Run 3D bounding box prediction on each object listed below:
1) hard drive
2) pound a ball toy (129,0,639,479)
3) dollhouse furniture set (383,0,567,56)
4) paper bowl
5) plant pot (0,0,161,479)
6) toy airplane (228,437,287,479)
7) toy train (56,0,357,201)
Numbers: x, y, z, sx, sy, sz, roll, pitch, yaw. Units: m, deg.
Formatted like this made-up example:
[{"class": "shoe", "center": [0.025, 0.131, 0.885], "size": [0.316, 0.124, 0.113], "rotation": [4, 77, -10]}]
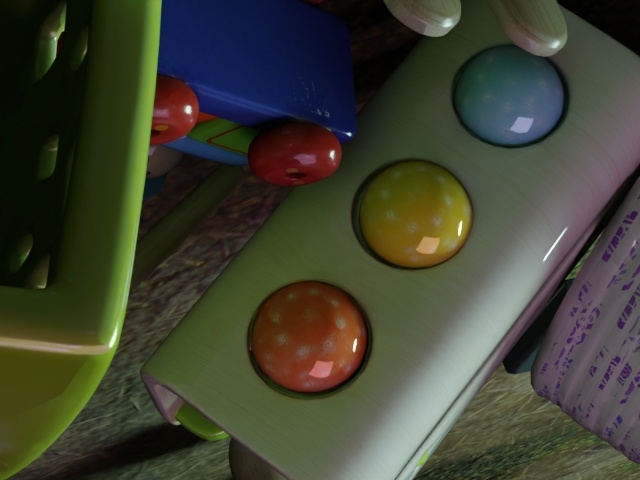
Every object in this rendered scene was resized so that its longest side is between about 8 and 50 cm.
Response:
[{"class": "hard drive", "center": [0.220, 0.069, 1.325], "size": [0.094, 0.022, 0.135], "rotation": [-10, 153, -25]}, {"class": "pound a ball toy", "center": [0.000, 0.000, 0.779], "size": [0.319, 0.208, 0.136], "rotation": [-49, 164, -17]}, {"class": "dollhouse furniture set", "center": [0.168, -0.149, 0.666], "size": [0.242, 0.161, 0.212], "rotation": [2, 147, -42]}, {"class": "paper bowl", "center": [0.257, 0.011, 0.901], "size": [0.284, 0.148, 0.284], "rotation": [-49, 164, -18]}, {"class": "plant pot", "center": [-0.181, -0.028, 0.474], "size": [0.228, 0.227, 0.207], "rotation": [11, 143, -14]}, {"class": "toy airplane", "center": [-0.078, 0.255, 1.239], "size": [0.386, 0.272, 0.384], "rotation": [5, 167, 44]}, {"class": "toy train", "center": [-0.113, -0.080, 0.677], "size": [0.143, 0.105, 0.248], "rotation": [-20, 157, 40]}]
